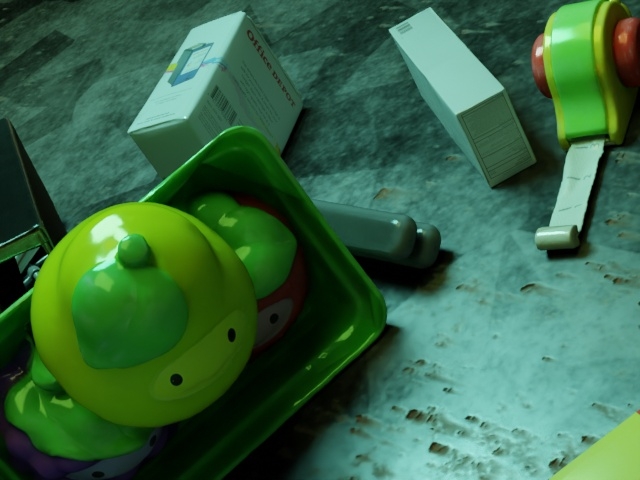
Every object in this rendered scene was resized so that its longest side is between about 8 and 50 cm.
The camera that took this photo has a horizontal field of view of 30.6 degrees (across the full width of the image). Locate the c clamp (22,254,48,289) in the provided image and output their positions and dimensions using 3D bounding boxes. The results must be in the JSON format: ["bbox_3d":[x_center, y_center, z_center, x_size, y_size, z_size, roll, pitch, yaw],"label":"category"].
[{"bbox_3d":[-0.349,0.066,1.427,0.137,0.022,0.161,-38,33,-9],"label":"c clamp"}]

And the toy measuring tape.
[{"bbox_3d":[0.248,-0.139,1.129,0.121,0.121,0.330,-6,41,34],"label":"toy measuring tape"}]

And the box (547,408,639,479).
[{"bbox_3d":[0.260,0.136,0.784,0.232,0.087,0.058,-36,33,-5],"label":"box"}]

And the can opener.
[{"bbox_3d":[0.000,0.000,1.205,0.280,0.074,0.093,5,82,45],"label":"can opener"}]

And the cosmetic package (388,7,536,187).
[{"bbox_3d":[0.149,-0.159,1.252,0.060,0.099,0.239,-28,34,2],"label":"cosmetic package"}]

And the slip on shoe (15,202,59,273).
[{"bbox_3d":[-0.437,0.041,1.440,0.123,0.101,0.331,-24,31,37],"label":"slip on shoe"}]

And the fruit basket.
[{"bbox_3d":[-0.130,0.084,0.984,0.392,0.283,0.392,-32,19,13],"label":"fruit basket"}]

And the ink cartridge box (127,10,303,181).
[{"bbox_3d":[-0.117,-0.146,1.396,0.093,0.154,0.212,-10,40,32],"label":"ink cartridge box"}]

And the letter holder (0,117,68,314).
[{"bbox_3d":[-0.343,0.037,1.270,0.152,0.214,0.302,-27,33,-7],"label":"letter holder"}]
